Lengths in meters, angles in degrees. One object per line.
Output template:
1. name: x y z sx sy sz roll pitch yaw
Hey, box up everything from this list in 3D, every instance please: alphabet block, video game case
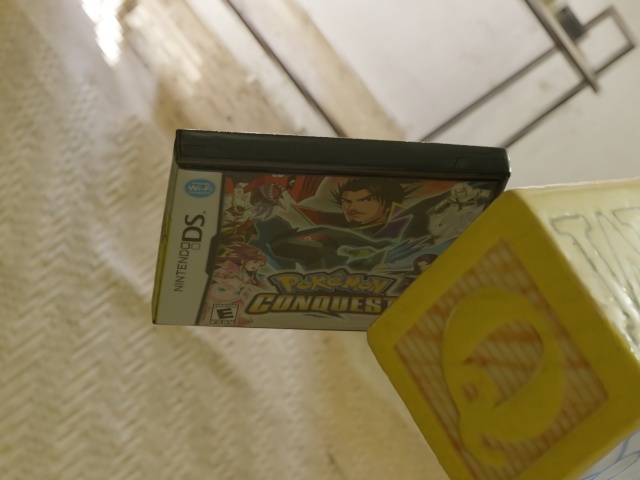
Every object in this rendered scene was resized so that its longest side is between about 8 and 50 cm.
1. alphabet block: 0.191 0.083 1.209 0.197 0.192 0.193 -6 56 -48
2. video game case: 0.000 0.000 1.383 0.248 0.274 0.035 106 -16 -53
